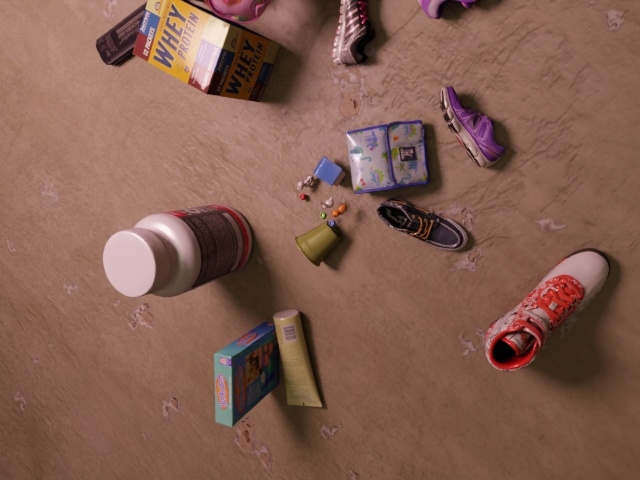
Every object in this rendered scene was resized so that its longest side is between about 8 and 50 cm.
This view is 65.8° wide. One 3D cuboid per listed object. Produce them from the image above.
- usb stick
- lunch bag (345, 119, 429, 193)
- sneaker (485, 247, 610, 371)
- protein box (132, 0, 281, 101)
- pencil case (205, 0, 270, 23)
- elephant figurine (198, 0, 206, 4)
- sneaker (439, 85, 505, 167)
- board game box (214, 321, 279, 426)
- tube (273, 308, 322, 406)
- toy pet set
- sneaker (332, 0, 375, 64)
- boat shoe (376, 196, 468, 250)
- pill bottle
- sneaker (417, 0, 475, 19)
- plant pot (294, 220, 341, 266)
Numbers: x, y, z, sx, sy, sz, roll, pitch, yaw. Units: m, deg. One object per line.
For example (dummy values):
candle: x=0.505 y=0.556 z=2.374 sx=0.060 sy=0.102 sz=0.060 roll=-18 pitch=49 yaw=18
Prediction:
usb stick: x=-0.427 y=-0.509 z=1.179 sx=0.278 sy=0.045 sz=0.077 roll=-21 pitch=98 yaw=25
lunch bag: x=0.134 y=-0.163 z=0.978 sx=0.151 sy=0.096 sz=0.128 roll=-7 pitch=95 yaw=10
sneaker: x=0.404 y=0.131 z=0.882 sx=0.090 sy=0.145 sz=0.270 roll=47 pitch=114 yaw=9
protein box: x=-0.230 y=-0.398 z=1.027 sx=0.200 sy=0.201 sz=0.136 roll=31 pitch=111 yaw=15
pencil case: x=-0.144 y=-0.548 z=0.890 sx=0.124 sy=0.124 sz=0.284 roll=-2 pitch=81 yaw=24
elephant figurine: x=-0.206 y=-0.618 z=1.020 sx=0.169 sy=0.186 sz=0.239 roll=14 pitch=96 yaw=55
sneaker: x=0.282 y=-0.219 z=0.925 sx=0.071 sy=0.068 sz=0.170 roll=-35 pitch=94 yaw=10
board game box: x=-0.161 y=0.295 z=1.125 sx=0.047 sy=0.210 sz=0.160 roll=6 pitch=102 yaw=22
tube: x=-0.060 y=0.282 z=1.167 sx=0.070 sy=0.062 sz=0.240 roll=12 pitch=115 yaw=64
toy pet set: x=0.003 y=-0.111 z=1.037 sx=0.122 sy=0.065 sz=0.114 roll=42 pitch=103 yaw=33
sneaker: x=0.077 y=-0.425 z=0.966 sx=0.075 sy=0.063 sz=0.170 roll=20 pitch=112 yaw=19
boat shoe: x=0.197 y=-0.027 z=0.976 sx=0.183 sy=0.083 sz=0.065 roll=27 pitch=109 yaw=17
pill bottle: x=-0.299 y=0.021 z=1.072 sx=0.176 sy=0.318 sz=0.176 roll=4 pitch=101 yaw=22
sneaker: x=0.268 y=-0.470 z=0.863 sx=0.236 sy=0.095 sz=0.104 roll=-20 pitch=98 yaw=30
plant pot: x=0.000 y=0.000 z=1.077 sx=0.079 sy=0.083 sz=0.083 roll=-40 pitch=83 yaw=13
